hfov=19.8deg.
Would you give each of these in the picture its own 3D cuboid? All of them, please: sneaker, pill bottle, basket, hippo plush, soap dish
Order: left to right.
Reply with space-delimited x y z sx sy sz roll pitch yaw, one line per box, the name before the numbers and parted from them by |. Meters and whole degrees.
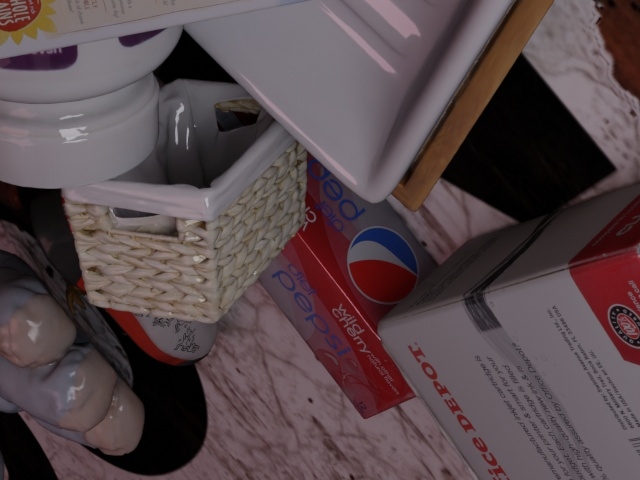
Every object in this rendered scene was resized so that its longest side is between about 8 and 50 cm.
hippo plush | -0.331 0.134 1.688 0.294 0.236 0.234 51 173 -4
pill bottle | -0.166 -0.189 1.102 0.169 0.169 0.301 25 130 33
sneaker | -0.106 0.014 1.489 0.270 0.145 0.090 46 -156 -54
basket | -0.083 -0.028 1.229 0.113 0.167 0.103 8 121 22
soap dish | 0.037 -0.179 1.109 0.229 0.118 0.291 44 146 9

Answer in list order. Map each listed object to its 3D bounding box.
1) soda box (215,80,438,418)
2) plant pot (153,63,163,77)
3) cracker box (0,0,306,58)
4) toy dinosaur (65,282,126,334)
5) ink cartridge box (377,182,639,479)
soda box | 0.000 0.000 1.362 0.263 0.083 0.092 53 147 -3
plant pot | -0.268 -0.181 1.378 0.293 0.275 0.275 31 145 2
cracker box | -0.111 -0.190 0.969 0.067 0.232 0.155 -105 5 -55
toy dinosaur | -0.191 0.023 1.634 0.112 0.064 0.211 -4 139 45
ink cartridge box | 0.192 0.081 1.183 0.197 0.114 0.273 56 146 -10
